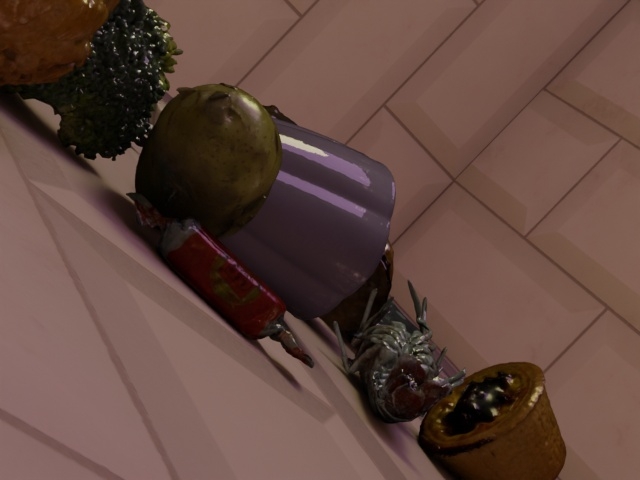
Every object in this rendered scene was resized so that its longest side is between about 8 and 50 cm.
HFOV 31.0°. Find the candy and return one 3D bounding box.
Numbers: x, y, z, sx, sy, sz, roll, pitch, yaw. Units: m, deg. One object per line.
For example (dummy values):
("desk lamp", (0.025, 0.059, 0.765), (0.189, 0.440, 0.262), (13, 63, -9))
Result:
("candy", (-0.111, 0.044, 1.318), (0.292, 0.059, 0.086), (45, 2, -10))

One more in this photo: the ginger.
("ginger", (-0.002, 0.003, 1.895), (0.269, 0.200, 0.223), (44, 21, -15))

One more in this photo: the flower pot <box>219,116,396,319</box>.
("flower pot", (-0.072, -0.053, 1.605), (0.243, 0.265, 0.265), (27, 12, -34))

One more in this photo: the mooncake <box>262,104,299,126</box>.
("mooncake", (-0.143, -0.182, 2.463), (0.124, 0.228, 0.228), (35, 5, -11))

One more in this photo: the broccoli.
("broccoli", (-0.332, -0.250, 1.449), (0.353, 0.275, 0.397), (63, -13, 15))

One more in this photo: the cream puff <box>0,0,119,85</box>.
("cream puff", (-0.347, -0.299, 1.109), (0.343, 0.231, 0.327), (50, 21, 4))

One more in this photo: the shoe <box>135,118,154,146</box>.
("shoe", (-0.309, -0.195, 1.891), (0.099, 0.071, 0.169), (46, -1, -24))

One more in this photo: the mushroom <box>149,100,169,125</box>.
("mushroom", (-0.287, -0.216, 2.281), (0.097, 0.088, 0.212), (12, -8, 9))

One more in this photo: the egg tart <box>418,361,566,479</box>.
("egg tart", (0.267, 0.289, 1.726), (0.171, 0.215, 0.215), (56, 0, -15))

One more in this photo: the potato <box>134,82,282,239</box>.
("potato", (-0.138, -0.085, 1.371), (0.169, 0.143, 0.248), (58, -37, 8))

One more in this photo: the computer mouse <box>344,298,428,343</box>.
("computer mouse", (0.078, 0.151, 2.113), (0.167, 0.090, 0.379), (45, 9, 28))

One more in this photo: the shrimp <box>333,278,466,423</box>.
("shrimp", (0.114, 0.178, 1.694), (0.221, 0.166, 0.410), (30, 17, -4))
